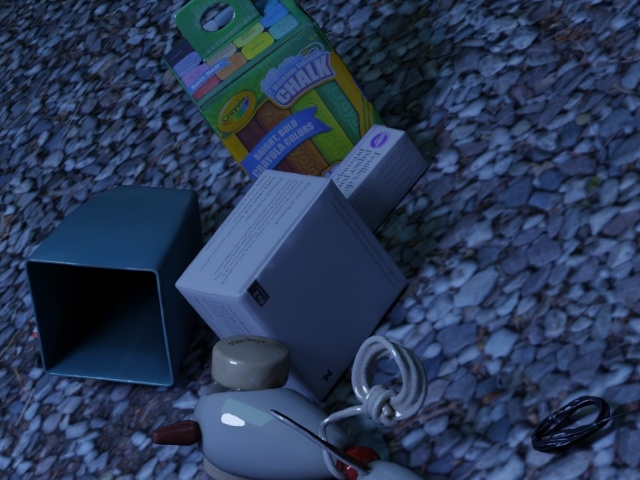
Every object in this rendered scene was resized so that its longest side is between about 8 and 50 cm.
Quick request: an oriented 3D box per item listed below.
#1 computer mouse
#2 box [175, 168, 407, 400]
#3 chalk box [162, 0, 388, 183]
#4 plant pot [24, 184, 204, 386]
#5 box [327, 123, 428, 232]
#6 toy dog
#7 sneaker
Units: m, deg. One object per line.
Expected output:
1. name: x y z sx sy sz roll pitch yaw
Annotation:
1. computer mouse: 0.303 0.169 1.658 0.242 0.041 0.071 -16 40 40
2. box: -0.030 0.048 1.977 0.119 0.181 0.182 11 56 48
3. chalk box: -0.064 -0.192 2.200 0.180 0.289 0.179 -38 33 1
4. plant pot: -0.227 0.036 2.165 0.166 0.165 0.234 5 33 15
5. box: 0.000 0.000 2.114 0.324 0.067 0.063 -50 35 -17
6. toy dog: -0.041 0.214 1.780 0.161 0.220 0.334 -16 8 -37
7. sneaker: -0.305 0.143 2.253 0.158 0.061 0.064 -2 74 43
